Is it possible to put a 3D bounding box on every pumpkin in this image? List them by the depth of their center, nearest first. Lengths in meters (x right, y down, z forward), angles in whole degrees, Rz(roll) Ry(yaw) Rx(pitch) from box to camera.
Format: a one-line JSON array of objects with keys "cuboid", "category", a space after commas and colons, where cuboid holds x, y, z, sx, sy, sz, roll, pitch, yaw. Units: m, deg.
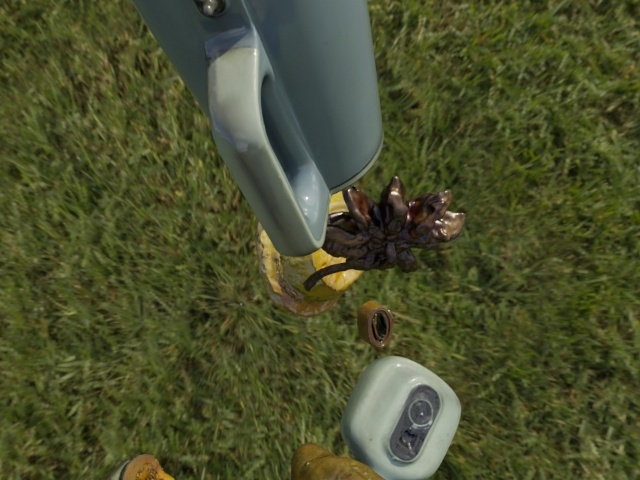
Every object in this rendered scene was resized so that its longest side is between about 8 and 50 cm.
[{"cuboid": [-0.179, 0.249, 0.901, 0.083, 0.028, 0.050, 56, 48, -30], "category": "pumpkin"}]

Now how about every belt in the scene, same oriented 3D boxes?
[{"cuboid": [0.093, 0.141, 1.514, 0.059, 0.036, 0.083, -31, 126, -25], "category": "belt"}]

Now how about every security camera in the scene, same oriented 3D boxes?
[{"cuboid": [0.070, 0.299, 1.148, 0.157, 0.080, 0.301, 34, 73, -17], "category": "security camera"}]

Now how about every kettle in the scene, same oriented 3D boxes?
[{"cuboid": [-0.033, -0.124, 0.601, 0.160, 0.243, 0.210, -11, 47, 11], "category": "kettle"}]

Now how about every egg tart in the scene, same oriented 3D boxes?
[{"cuboid": [0.000, 0.000, 1.618, 0.288, 0.118, 0.288, -4, 96, -46], "category": "egg tart"}]

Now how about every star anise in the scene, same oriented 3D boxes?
[{"cuboid": [0.074, 0.004, 1.037, 0.177, 0.234, 0.073, -2, 66, -6], "category": "star anise"}]

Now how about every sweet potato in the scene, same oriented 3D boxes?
[{"cuboid": [0.045, 0.178, 0.560, 0.182, 0.054, 0.053, 20, 64, 32], "category": "sweet potato"}]

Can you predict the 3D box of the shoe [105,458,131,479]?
[{"cuboid": [-0.341, 0.470, 1.396, 0.098, 0.103, 0.274, 32, 50, -13], "category": "shoe"}]
